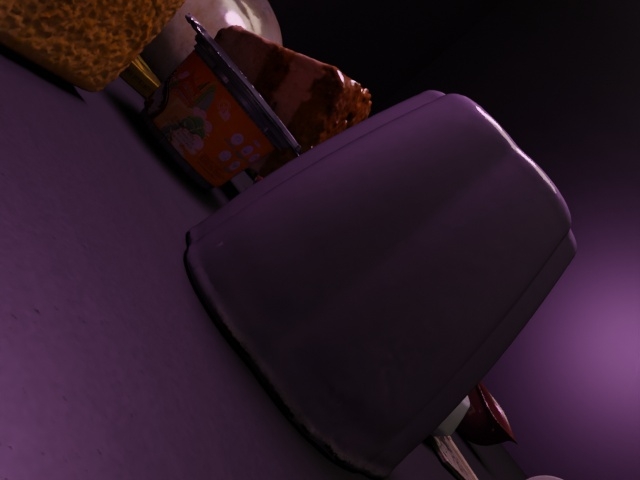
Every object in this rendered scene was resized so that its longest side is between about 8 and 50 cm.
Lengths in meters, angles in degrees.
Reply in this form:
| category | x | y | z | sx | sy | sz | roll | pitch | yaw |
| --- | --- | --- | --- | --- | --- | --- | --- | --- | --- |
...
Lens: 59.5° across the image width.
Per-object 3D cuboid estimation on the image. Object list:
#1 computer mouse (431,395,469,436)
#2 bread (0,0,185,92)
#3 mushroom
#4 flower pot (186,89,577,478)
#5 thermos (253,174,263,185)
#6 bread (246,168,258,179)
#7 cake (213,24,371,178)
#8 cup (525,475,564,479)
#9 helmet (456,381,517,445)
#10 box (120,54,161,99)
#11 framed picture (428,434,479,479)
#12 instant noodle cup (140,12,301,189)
| category | x | y | z | sx | sy | sz | roll | pitch | yaw |
| --- | --- | --- | --- | --- | --- | --- | --- | --- | --- |
| computer mouse | 0.130 | 0.160 | 0.844 | 0.159 | 0.097 | 0.288 | 47 | 16 | -35 |
| bread | -0.188 | -0.228 | 0.366 | 0.114 | 0.185 | 0.274 | 44 | 3 | 5 |
| mushroom | -0.234 | -0.405 | 1.094 | 0.352 | 0.260 | 0.352 | 39 | 35 | -34 |
| flower pot | 0.063 | 0.020 | 0.470 | 0.265 | 0.243 | 0.265 | 51 | 5 | -7 |
| thermos | -0.043 | -0.064 | 1.063 | 0.232 | 0.099 | 0.124 | 28 | -49 | 33 |
| bread | -0.149 | -0.187 | 1.417 | 0.139 | 0.071 | 0.130 | 46 | 2 | -38 |
| cake | -0.090 | -0.211 | 0.892 | 0.293 | 0.199 | 0.196 | 31 | 11 | 15 |
| cup | 0.345 | 0.430 | 0.850 | 0.120 | 0.120 | 0.141 | 52 | -8 | 36 |
| helmet | 0.355 | 0.403 | 1.261 | 0.155 | 0.106 | 0.175 | 44 | 12 | -42 |
| box | -0.304 | -0.289 | 0.822 | 0.193 | 0.030 | 0.121 | 51 | 3 | 26 |
| framed picture | 0.184 | 0.304 | 0.876 | 0.173 | 0.010 | 0.231 | 48 | 4 | -29 |
| instant noodle cup | -0.130 | -0.143 | 0.669 | 0.208 | 0.125 | 0.177 | 49 | 4 | -20 |
